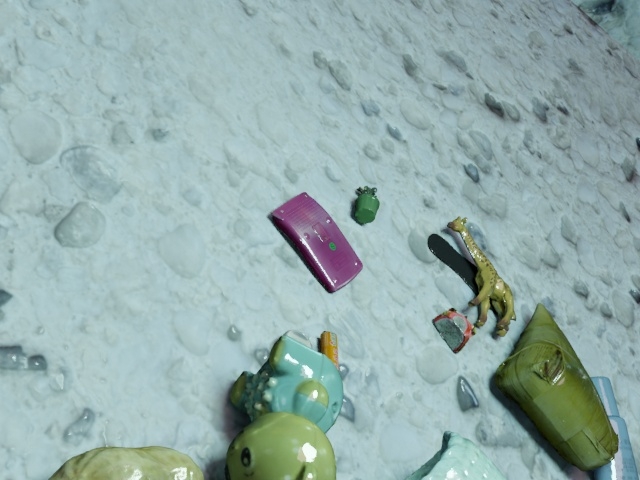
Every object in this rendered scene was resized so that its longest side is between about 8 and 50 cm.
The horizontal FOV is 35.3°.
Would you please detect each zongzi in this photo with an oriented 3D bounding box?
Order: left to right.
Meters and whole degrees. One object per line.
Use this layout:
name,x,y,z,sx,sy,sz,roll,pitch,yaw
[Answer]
zongzi,0.502,0.289,2.040,0.274,0.145,0.300,50,32,-6

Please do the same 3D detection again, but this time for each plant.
plant,0.095,-0.080,2.016,0.051,0.051,0.102,33,36,-19

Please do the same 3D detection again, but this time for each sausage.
sausage,0.016,0.208,1.724,0.031,0.031,0.107,22,46,-30

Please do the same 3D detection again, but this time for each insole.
insole,0.321,0.075,2.140,0.253,0.005,0.086,43,38,-9

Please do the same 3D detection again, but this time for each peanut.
peanut,-0.253,0.326,1.301,0.224,0.129,0.129,-2,61,-47

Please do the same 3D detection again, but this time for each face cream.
face cream,0.593,0.465,2.026,0.135,0.086,0.385,13,56,-32

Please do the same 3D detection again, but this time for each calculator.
calculator,0.000,0.000,1.877,0.190,0.034,0.126,52,37,1

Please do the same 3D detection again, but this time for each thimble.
thimble,0.198,0.423,1.586,0.172,0.205,0.250,49,39,6

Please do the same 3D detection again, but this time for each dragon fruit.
dragon fruit,0.270,0.170,1.974,0.060,0.056,0.083,-26,77,-49

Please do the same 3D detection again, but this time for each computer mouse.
computer mouse,-0.046,0.195,1.671,0.066,0.039,0.096,30,35,-23

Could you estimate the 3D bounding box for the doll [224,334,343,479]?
doll,-0.053,0.296,1.479,0.161,0.177,0.261,32,38,-19

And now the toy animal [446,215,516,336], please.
toy animal,0.341,0.074,2.112,0.149,0.054,0.276,15,53,-32
